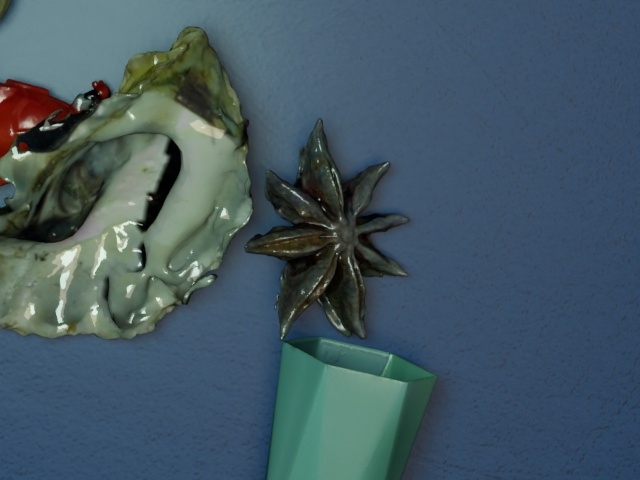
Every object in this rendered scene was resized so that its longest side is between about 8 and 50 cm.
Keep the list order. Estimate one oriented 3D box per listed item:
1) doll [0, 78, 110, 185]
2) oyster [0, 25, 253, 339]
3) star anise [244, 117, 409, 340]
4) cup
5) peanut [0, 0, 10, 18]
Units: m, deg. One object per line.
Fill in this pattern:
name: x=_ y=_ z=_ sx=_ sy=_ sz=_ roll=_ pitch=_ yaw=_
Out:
doll: x=-0.256 y=-0.104 z=1.738 sx=0.169 sy=0.057 sz=0.109 roll=-7 pitch=99 yaw=-6
oyster: x=-0.195 y=-0.042 z=1.707 sx=0.238 sy=0.115 sz=0.351 roll=26 pitch=109 yaw=-27
star anise: x=0.000 y=0.000 z=1.744 sx=0.180 sy=0.061 sz=0.205 roll=-40 pitch=115 yaw=-27
cup: x=0.011 y=0.221 z=1.750 sx=0.134 sy=0.148 sz=0.236 roll=16 pitch=95 yaw=28
peanut: x=-0.376 y=-0.283 z=1.689 sx=0.236 sy=0.110 sz=0.120 roll=39 pitch=48 yaw=-11
